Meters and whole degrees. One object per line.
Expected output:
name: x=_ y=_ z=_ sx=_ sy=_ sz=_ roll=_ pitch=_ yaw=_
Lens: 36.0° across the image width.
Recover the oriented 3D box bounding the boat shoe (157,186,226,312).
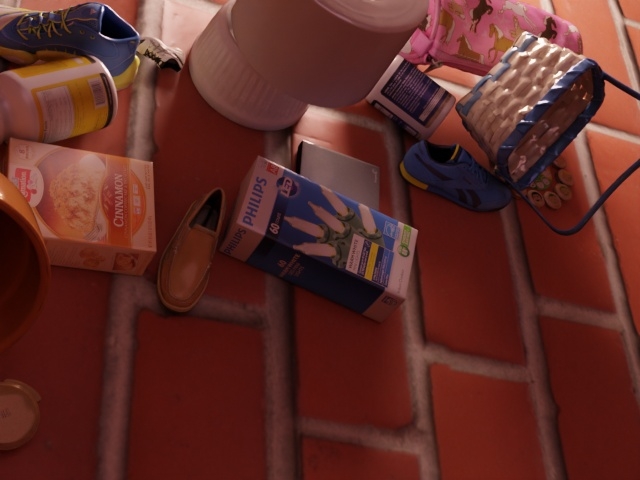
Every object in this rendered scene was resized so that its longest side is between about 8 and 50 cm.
boat shoe: x=-0.165 y=0.005 z=1.295 sx=0.068 sy=0.072 sz=0.190 roll=22 pitch=50 yaw=-16

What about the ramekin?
ramekin: x=-0.090 y=-0.283 z=1.523 sx=0.207 sy=0.109 sz=0.207 roll=15 pitch=52 yaw=-21

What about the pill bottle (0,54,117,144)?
pill bottle: x=-0.367 y=-0.177 z=1.287 sx=0.184 sy=0.103 sz=0.103 roll=-23 pitch=71 yaw=-39

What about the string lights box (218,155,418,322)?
string lights box: x=0.000 y=0.000 z=1.393 sx=0.260 sy=0.077 sz=0.133 roll=24 pitch=50 yaw=-13

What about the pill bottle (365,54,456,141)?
pill bottle: x=0.133 y=-0.249 z=1.639 sx=0.169 sy=0.094 sz=0.094 roll=37 pitch=47 yaw=-3

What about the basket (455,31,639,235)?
basket: x=0.390 y=-0.184 z=1.609 sx=0.289 sy=0.255 sz=0.201 roll=48 pitch=5 yaw=30

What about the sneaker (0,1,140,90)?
sneaker: x=-0.359 y=-0.298 z=1.363 sx=0.240 sy=0.126 sz=0.091 roll=16 pitch=51 yaw=-21

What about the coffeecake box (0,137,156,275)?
coffeecake box: x=-0.308 y=-0.041 z=1.248 sx=0.185 sy=0.068 sz=0.142 roll=8 pitch=55 yaw=-25

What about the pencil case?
pencil case: x=0.295 y=-0.355 z=1.741 sx=0.386 sy=0.167 sz=0.160 roll=6 pitch=17 yaw=-36

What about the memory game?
memory game: x=0.375 y=-0.132 z=1.753 sx=0.186 sy=0.012 sz=0.186 roll=15 pitch=52 yaw=-20

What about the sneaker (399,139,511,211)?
sneaker: x=0.235 y=-0.108 z=1.608 sx=0.209 sy=0.082 sz=0.069 roll=19 pitch=48 yaw=-20

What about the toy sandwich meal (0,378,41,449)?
toy sandwich meal: x=-0.349 y=0.193 z=1.085 sx=0.086 sy=0.029 sz=0.085 roll=14 pitch=57 yaw=-22

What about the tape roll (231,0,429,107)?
tape roll: x=0.014 y=-0.340 z=1.436 sx=0.246 sy=0.169 sz=0.246 roll=16 pitch=51 yaw=-21

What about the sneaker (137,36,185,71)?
sneaker: x=-0.243 y=-0.279 z=1.482 sx=0.083 sy=0.032 sz=0.037 roll=14 pitch=52 yaw=-21

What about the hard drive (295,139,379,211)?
hard drive: x=0.027 y=-0.094 z=1.514 sx=0.135 sy=0.022 sz=0.094 roll=18 pitch=50 yaw=-19

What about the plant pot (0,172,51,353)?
plant pot: x=-0.445 y=-0.017 z=1.028 sx=0.291 sy=0.291 sz=0.203 roll=3 pitch=41 yaw=-29
